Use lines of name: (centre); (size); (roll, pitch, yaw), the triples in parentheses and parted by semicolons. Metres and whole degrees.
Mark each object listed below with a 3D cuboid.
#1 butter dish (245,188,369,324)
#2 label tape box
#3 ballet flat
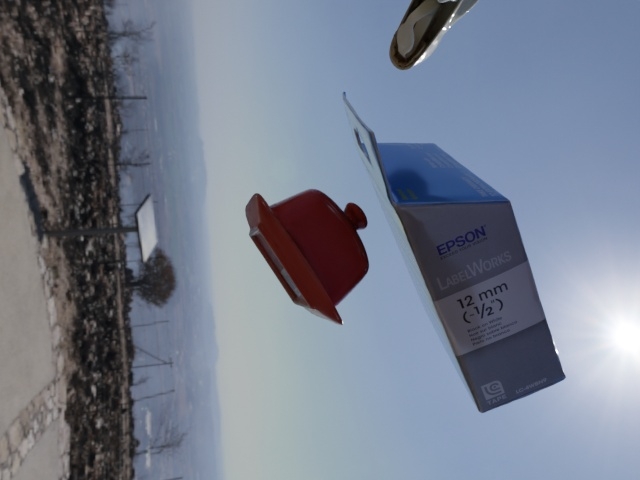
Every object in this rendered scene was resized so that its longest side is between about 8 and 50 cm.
butter dish: (0.000, 0.000, 0.571); (0.160, 0.118, 0.160); (58, -13, -4)
label tape box: (0.145, -0.015, 0.609); (0.249, 0.115, 0.348); (-102, 168, -66)
ballet flat: (0.159, -0.327, 0.695); (0.248, 0.086, 0.086); (122, -38, -62)
